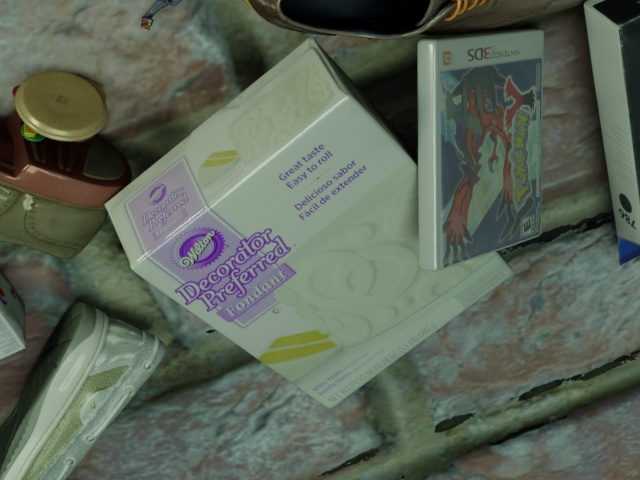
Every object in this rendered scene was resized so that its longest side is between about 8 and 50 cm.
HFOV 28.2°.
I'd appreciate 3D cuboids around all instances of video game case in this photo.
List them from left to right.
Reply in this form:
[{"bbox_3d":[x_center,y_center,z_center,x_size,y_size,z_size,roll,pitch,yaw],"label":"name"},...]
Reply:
[{"bbox_3d":[0.149,-0.087,1.155,0.183,0.023,0.201,-16,109,-48],"label":"video game case"}]

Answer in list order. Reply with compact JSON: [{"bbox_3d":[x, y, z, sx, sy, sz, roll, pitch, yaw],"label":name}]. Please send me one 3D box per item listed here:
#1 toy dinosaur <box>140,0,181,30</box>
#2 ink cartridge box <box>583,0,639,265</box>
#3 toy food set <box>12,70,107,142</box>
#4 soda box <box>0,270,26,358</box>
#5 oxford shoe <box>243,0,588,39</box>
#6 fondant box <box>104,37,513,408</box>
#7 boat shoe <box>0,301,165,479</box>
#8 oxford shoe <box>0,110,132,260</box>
[{"bbox_3d":[-0.121,-0.213,1.102,0.090,0.047,0.082,8,138,-29],"label":"toy dinosaur"},{"bbox_3d":[0.356,-0.113,1.230,0.165,0.065,0.333,-27,131,-9],"label":"ink cartridge box"},{"bbox_3d":[-0.227,-0.117,1.112,0.082,0.083,0.020,7,141,-19],"label":"toy food set"},{"bbox_3d":[-0.392,0.103,1.215,0.216,0.074,0.069,-24,124,2],"label":"soda box"},{"bbox_3d":[0.110,-0.219,1.090,0.363,0.133,0.130,-8,122,-14],"label":"oxford shoe"},{"bbox_3d":[0.000,0.000,1.184,0.238,0.096,0.330,-38,136,10],"label":"fondant box"},{"bbox_3d":[-0.270,0.212,1.291,0.103,0.118,0.320,23,107,-20],"label":"boat shoe"},{"bbox_3d":[-0.346,-0.060,1.098,0.348,0.123,0.130,18,121,-22],"label":"oxford shoe"}]
